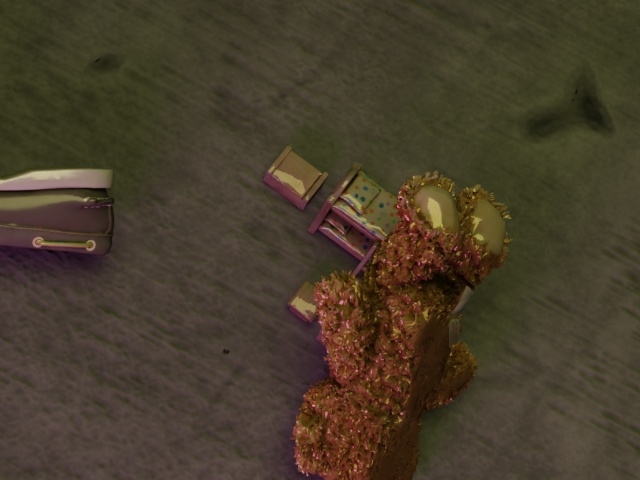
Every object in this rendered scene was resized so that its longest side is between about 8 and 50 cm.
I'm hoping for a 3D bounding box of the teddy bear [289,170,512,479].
[{"bbox_3d":[0.075,0.088,1.646,0.113,0.338,0.245,26,23,34],"label":"teddy bear"}]

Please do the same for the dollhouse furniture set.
[{"bbox_3d":[0.000,0.000,1.716,0.182,0.101,0.161,36,65,1],"label":"dollhouse furniture set"}]

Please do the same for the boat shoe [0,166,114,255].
[{"bbox_3d":[-0.357,-0.023,1.632,0.305,0.109,0.091,-3,95,-8],"label":"boat shoe"}]
